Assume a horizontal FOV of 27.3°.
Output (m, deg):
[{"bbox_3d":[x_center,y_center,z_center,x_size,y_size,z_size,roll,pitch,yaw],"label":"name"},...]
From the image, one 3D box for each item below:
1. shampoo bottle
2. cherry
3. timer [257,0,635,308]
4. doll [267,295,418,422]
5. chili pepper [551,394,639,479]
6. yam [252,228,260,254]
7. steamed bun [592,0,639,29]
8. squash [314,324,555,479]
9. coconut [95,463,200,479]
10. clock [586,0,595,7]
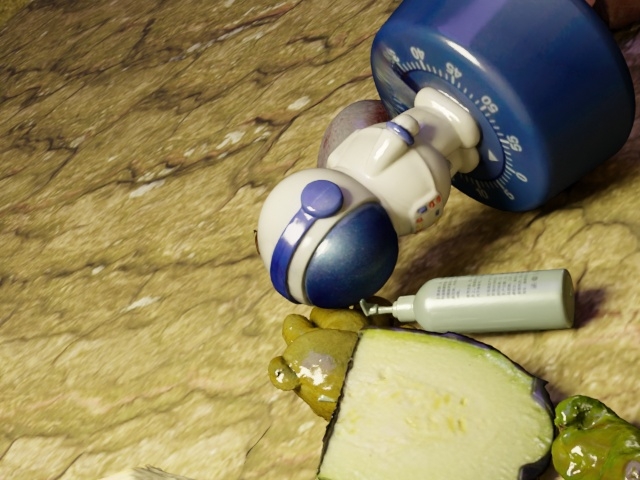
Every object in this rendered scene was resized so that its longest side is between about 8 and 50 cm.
[{"bbox_3d":[0.134,0.059,1.218,0.195,0.056,0.056,-5,36,23],"label":"shampoo bottle"},{"bbox_3d":[0.052,-0.121,1.541,0.115,0.148,0.188,-1,58,-8],"label":"cherry"},{"bbox_3d":[0.094,-0.078,1.299,0.383,0.270,0.270,-43,30,-19],"label":"timer"},{"bbox_3d":[0.025,0.114,1.259,0.137,0.097,0.209,11,21,8],"label":"doll"},{"bbox_3d":[0.224,0.178,0.958,0.072,0.073,0.204,-48,16,4],"label":"chili pepper"},{"bbox_3d":[0.000,0.002,1.454,0.141,0.079,0.079,-3,38,42],"label":"yam"},{"bbox_3d":[0.384,-0.336,1.617,0.145,0.106,0.175,-16,42,2],"label":"steamed bun"},{"bbox_3d":[0.100,0.172,1.100,0.184,0.085,0.192,11,45,11],"label":"squash"},{"bbox_3d":[-0.159,0.323,0.875,0.309,0.297,0.297,-25,28,7],"label":"coconut"},{"bbox_3d":[0.217,-0.278,1.649,0.227,0.142,0.241,-42,16,9],"label":"clock"}]
